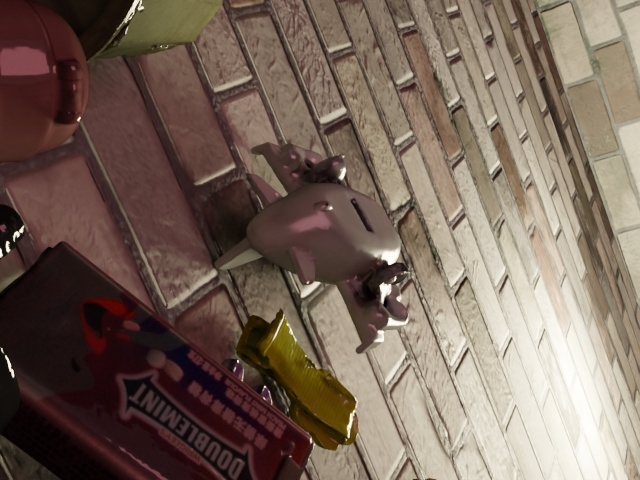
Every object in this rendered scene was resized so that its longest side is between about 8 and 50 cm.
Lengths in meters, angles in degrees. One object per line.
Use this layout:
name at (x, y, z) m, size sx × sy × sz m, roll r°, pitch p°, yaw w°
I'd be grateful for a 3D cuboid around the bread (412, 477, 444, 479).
bread at (0.078, 0.348, 0.817) m, size 0.271 × 0.077 × 0.139 m, roll -29°, pitch 98°, yaw -58°

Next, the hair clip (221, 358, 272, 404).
hair clip at (-0.093, 0.219, 0.585) m, size 0.137 × 0.090 × 0.278 m, roll 50°, pitch 32°, yaw -43°

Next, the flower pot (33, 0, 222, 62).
flower pot at (-0.166, -0.206, 0.582) m, size 0.202 × 0.212 × 0.212 m, roll -16°, pitch 90°, yaw -73°

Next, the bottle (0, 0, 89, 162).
bottle at (-0.234, -0.075, 0.392) m, size 0.253 × 0.120 × 0.120 m, roll -13°, pitch 86°, yaw -47°

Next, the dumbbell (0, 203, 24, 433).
dumbbell at (-0.230, 0.087, 0.318) m, size 0.143 × 0.143 × 0.325 m, roll 59°, pitch 42°, yaw -24°

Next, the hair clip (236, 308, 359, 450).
hair clip at (-0.016, 0.142, 0.791) m, size 0.173 × 0.046 × 0.072 m, roll 51°, pitch 46°, yaw -33°

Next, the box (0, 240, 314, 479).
box at (-0.117, 0.111, 0.526) m, size 0.224 × 0.069 × 0.120 m, roll 40°, pitch 37°, yaw -9°

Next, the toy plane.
toy plane at (0.000, 0.000, 0.831) m, size 0.245 × 0.117 × 0.244 m, roll 44°, pitch 24°, yaw -25°
